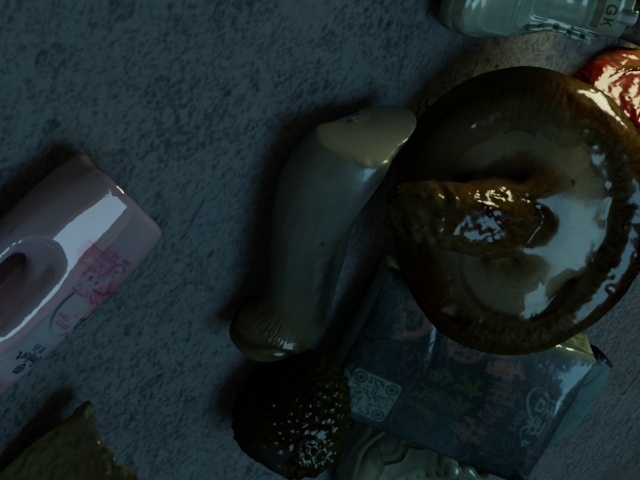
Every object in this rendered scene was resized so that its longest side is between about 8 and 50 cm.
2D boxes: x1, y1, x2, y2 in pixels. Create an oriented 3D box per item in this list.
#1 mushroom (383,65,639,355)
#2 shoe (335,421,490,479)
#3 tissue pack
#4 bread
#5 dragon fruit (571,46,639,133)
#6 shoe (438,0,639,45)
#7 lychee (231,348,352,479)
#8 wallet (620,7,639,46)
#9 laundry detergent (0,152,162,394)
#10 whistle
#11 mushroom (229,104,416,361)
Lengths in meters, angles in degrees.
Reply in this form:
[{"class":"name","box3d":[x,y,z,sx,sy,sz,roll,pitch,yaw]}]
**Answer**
[{"class":"mushroom","box3d":[0.243,-0.040,1.525,0.345,0.239,0.345,-3,128,-4]},{"class":"shoe","box3d":[0.160,0.311,1.875,0.132,0.210,0.342,-3,127,-50]},{"class":"tissue pack","box3d":[0.182,0.179,1.692,0.103,0.316,0.227,-86,-159,-66]},{"class":"bread","box3d":[-0.246,0.312,1.401,0.224,0.183,0.211,-51,150,9]},{"class":"dragon fruit","box3d":[0.474,-0.106,1.777,0.302,0.330,0.240,-44,170,-13]},{"class":"shoe","box3d":[0.287,-0.284,1.448,0.316,0.159,0.124,-29,144,-34]},{"class":"lychee","box3d":[-0.030,0.220,1.604,0.171,0.171,0.171,-32,145,-26]},{"class":"wallet","box3d":[0.426,-0.324,1.696,0.166,0.030,0.111,6,124,-52]},{"class":"laundry detergent","box3d":[-0.301,0.072,1.165,0.335,0.088,0.159,-45,144,-6]},{"class":"whistle","box3d":[0.348,0.177,2.004,0.188,0.168,0.404,-35,146,-21]},{"class":"mushroom","box3d":[0.000,0.000,1.431,0.159,0.122,0.328,-2,127,-39]}]
